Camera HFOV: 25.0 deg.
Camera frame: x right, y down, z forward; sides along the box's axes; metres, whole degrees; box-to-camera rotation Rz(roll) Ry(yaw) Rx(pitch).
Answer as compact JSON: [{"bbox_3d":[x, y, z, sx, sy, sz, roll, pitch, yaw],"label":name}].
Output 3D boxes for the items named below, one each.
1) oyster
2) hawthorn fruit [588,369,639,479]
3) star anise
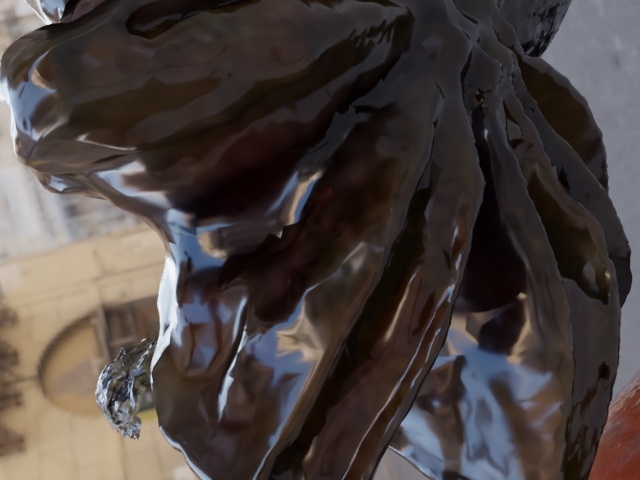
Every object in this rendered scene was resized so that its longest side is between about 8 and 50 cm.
[{"bbox_3d":[-0.185,0.139,1.361,0.148,0.051,0.103,123,161,-58],"label":"oyster"},{"bbox_3d":[0.189,0.174,0.617,0.276,0.307,0.276,46,153,33],"label":"hawthorn fruit"},{"bbox_3d":[0.003,-0.055,0.444,0.315,0.108,0.315,36,-145,-31],"label":"star anise"}]
